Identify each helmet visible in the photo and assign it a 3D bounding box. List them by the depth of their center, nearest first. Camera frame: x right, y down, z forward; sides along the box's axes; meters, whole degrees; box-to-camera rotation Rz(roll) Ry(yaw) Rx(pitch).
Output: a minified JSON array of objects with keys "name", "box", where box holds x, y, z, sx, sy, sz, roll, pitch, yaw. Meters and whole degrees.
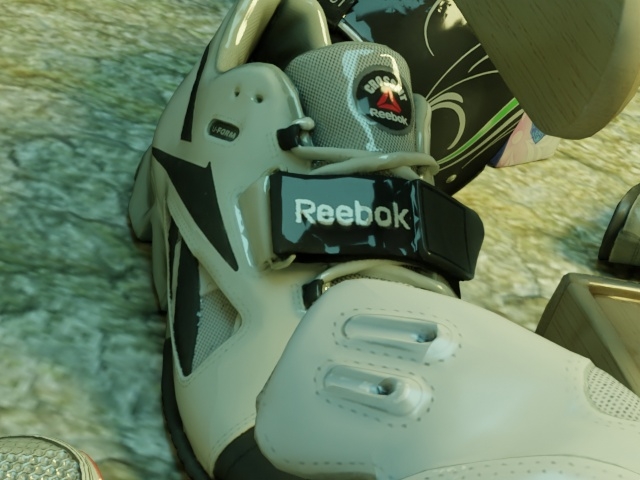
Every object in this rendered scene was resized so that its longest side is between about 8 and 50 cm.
[{"name":"helmet","box":[0.040,-0.101,0.812,0.169,0.169,0.161,33,48,22]}]

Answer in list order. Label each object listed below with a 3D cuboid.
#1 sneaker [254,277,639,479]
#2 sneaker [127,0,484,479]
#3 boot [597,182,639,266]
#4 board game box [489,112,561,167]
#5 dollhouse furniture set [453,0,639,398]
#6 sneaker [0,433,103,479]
[{"name":"sneaker","box":[-0.037,0.122,0.320,0.365,0.137,0.210,0,36,-4]},{"name":"sneaker","box":[0.000,0.000,0.614,0.122,0.146,0.330,6,33,-28]},{"name":"boot","box":[0.279,-0.008,0.882,0.161,0.083,0.246,31,28,31]},{"name":"board game box","box":[0.072,-0.262,0.932,0.066,0.318,0.318,-13,42,-46]},{"name":"dollhouse furniture set","box":[0.241,-0.012,0.526,0.362,0.394,0.256,10,31,-20]},{"name":"sneaker","box":[-0.147,0.093,0.403,0.088,0.093,0.225,39,32,30]}]
